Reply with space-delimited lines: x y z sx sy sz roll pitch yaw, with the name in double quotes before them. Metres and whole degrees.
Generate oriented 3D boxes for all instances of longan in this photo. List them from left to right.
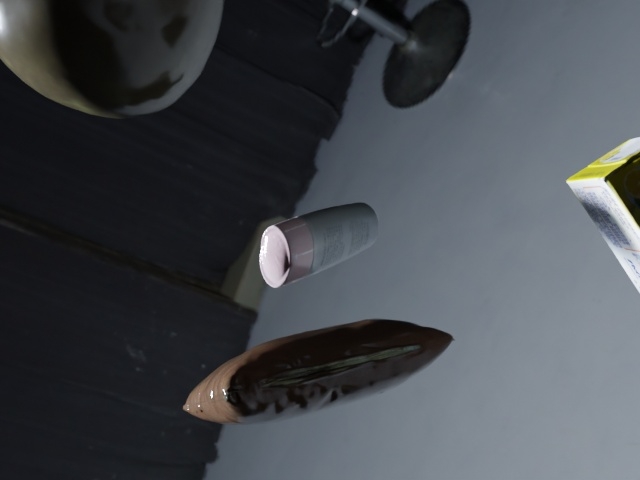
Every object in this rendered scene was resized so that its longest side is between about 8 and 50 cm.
"longan" -0.242 -0.296 0.867 0.288 0.350 0.288 -16 19 6

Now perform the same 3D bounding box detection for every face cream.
"face cream" 0.000 0.000 1.095 0.057 0.198 0.084 17 111 34

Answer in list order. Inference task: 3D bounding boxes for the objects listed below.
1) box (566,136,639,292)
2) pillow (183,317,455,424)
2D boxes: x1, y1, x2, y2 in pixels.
"box" 0.406 0.013 0.948 0.097 0.265 0.168 -34 -1 3
"pillow" -0.017 0.181 1.153 0.305 0.308 0.108 144 114 -67
